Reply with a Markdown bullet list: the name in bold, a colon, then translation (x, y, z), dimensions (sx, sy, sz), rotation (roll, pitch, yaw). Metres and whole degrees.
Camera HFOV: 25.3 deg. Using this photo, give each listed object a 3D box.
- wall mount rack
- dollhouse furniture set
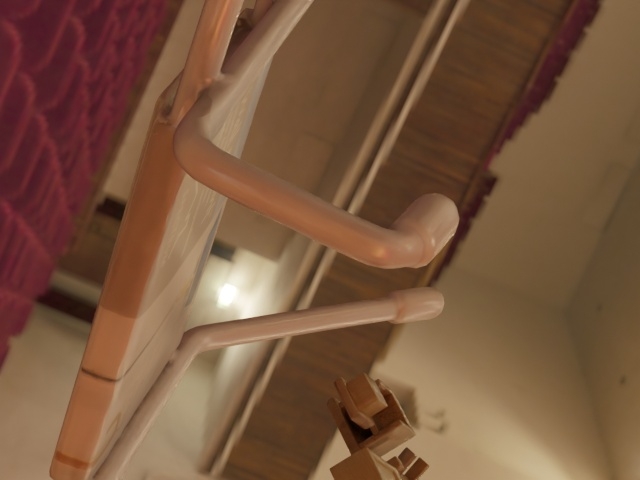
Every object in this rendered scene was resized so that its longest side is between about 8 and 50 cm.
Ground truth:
- **wall mount rack**: translation (0.000, 0.000, 0.614), dimensions (0.304, 0.130, 0.350), rotation (-60, 173, -57)
- **dollhouse furniture set**: translation (0.008, 0.164, 1.006), dimensions (0.101, 0.182, 0.161), rotation (-33, -123, 8)
